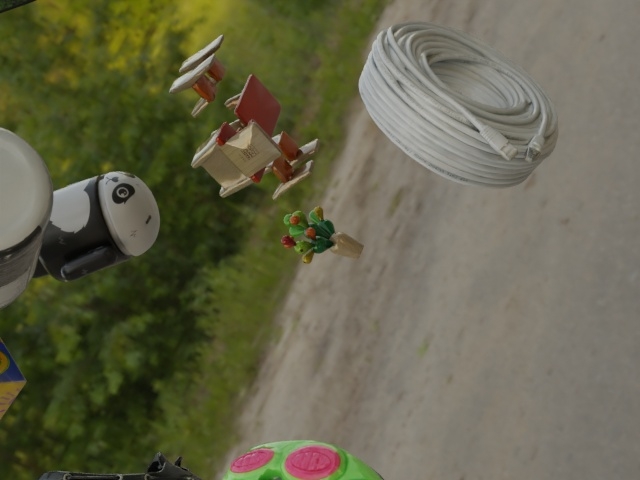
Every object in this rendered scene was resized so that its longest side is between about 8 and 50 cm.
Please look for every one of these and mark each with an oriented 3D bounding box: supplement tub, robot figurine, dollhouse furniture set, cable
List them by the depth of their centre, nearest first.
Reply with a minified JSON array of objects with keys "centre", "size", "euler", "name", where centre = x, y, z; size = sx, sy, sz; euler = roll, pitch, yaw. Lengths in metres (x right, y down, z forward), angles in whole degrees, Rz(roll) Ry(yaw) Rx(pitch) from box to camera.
[{"centre":[0.173,-0.171,1.576],"size":[0.257,0.257,0.089],"euler":[-38,-21,-55],"name":"cable"},{"centre":[-0.508,-0.014,1.860],"size":[0.207,0.207,0.338],"euler":[-68,9,-26],"name":"supplement tub"},{"centre":[-0.112,-0.190,2.098],"size":[0.135,0.262,0.259],"euler":[-33,23,26],"name":"dollhouse furniture set"},{"centre":[-0.442,-0.027,2.403],"size":[0.278,0.209,0.173],"euler":[-19,-9,7],"name":"robot figurine"}]

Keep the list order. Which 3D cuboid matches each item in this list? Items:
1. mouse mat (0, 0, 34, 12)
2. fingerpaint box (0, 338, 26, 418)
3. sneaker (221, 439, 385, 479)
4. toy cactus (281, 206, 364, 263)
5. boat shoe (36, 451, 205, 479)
[{"centre":[-0.412,-0.297,1.373],"size":[0.190,0.152,0.007],"euler":[-22,33,-2],"name":"mouse mat"},{"centre":[-0.772,0.157,2.099],"size":[0.163,0.445,0.371],"euler":[-51,61,22],"name":"fingerpaint box"},{"centre":[0.102,0.345,1.219],"size":[0.185,0.483,0.202],"euler":[-60,-24,-20],"name":"sneaker"},{"centre":[0.000,0.000,2.720],"size":[0.219,0.181,0.112],"euler":[-61,-7,-78],"name":"toy cactus"},{"centre":[-0.217,0.332,1.664],"size":[0.127,0.340,0.113],"euler":[-53,49,46],"name":"boat shoe"}]
